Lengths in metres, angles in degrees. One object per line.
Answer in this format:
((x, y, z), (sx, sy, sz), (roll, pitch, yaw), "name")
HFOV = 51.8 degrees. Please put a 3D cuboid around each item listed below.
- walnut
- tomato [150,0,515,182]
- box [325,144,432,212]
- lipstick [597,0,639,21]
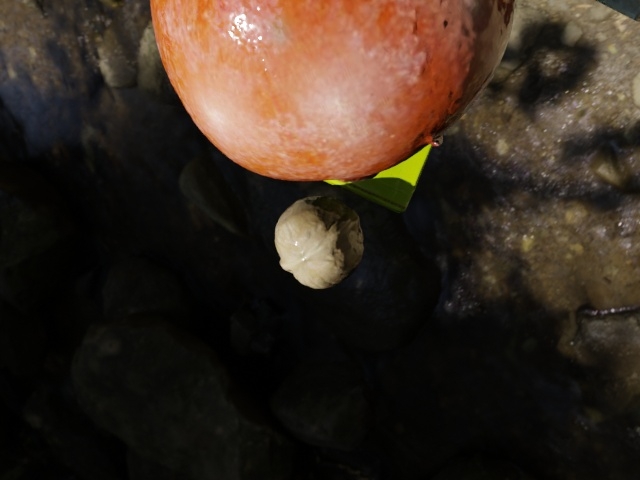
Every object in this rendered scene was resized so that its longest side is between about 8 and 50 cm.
((-0.001, 0.001, 1.000), (0.140, 0.162, 0.140), (9, 116, 18), "walnut")
((0.001, -0.177, 0.481), (0.265, 0.265, 0.265), (18, 122, 31), "tomato")
((0.109, -0.230, 1.032), (0.187, 0.047, 0.335), (23, 88, -7), "box")
((0.374, -0.279, 0.728), (0.253, 0.077, 0.079), (42, 134, 25), "lipstick")
